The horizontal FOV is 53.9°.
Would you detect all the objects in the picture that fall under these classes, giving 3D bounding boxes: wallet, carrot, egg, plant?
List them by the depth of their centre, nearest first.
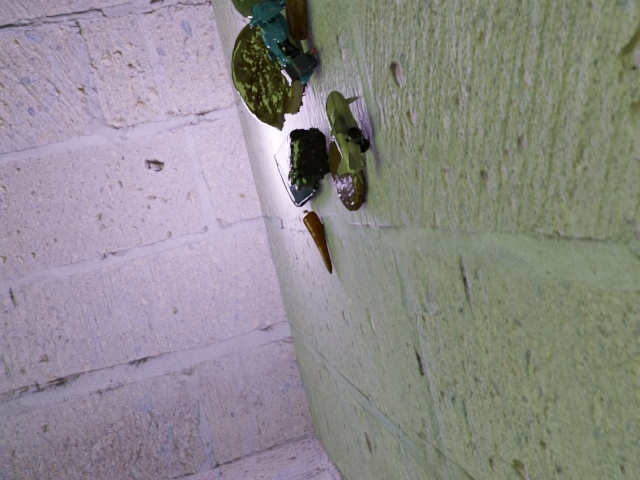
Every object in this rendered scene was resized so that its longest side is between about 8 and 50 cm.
[{"bbox_3d":[-0.197,-0.799,1.967,0.177,0.177,0.228,116,151,-71],"label":"egg"},{"bbox_3d":[-0.041,-0.255,1.995,0.129,0.132,0.194,-115,21,-51],"label":"plant"},{"bbox_3d":[0.000,0.000,2.285,0.256,0.061,0.061,65,166,5],"label":"carrot"},{"bbox_3d":[-0.080,-0.256,2.301,0.342,0.075,0.237,151,98,-75],"label":"wallet"}]

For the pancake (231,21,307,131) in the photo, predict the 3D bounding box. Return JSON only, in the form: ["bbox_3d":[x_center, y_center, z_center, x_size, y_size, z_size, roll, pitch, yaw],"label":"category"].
[{"bbox_3d":[-0.175,-0.552,2.107,0.382,0.071,0.382,27,126,44],"label":"pancake"}]

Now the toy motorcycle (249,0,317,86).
[{"bbox_3d":[-0.112,-0.581,1.820,0.272,0.124,0.182,54,171,-7],"label":"toy motorcycle"}]

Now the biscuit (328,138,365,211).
[{"bbox_3d":[0.074,-0.187,1.763,0.226,0.042,0.225,164,90,-77],"label":"biscuit"}]

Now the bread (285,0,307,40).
[{"bbox_3d":[-0.071,-0.657,1.850,0.074,0.053,0.132,-118,16,-48],"label":"bread"}]

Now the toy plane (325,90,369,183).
[{"bbox_3d":[0.066,-0.269,1.566,0.229,0.092,0.244,33,-133,-65],"label":"toy plane"}]
